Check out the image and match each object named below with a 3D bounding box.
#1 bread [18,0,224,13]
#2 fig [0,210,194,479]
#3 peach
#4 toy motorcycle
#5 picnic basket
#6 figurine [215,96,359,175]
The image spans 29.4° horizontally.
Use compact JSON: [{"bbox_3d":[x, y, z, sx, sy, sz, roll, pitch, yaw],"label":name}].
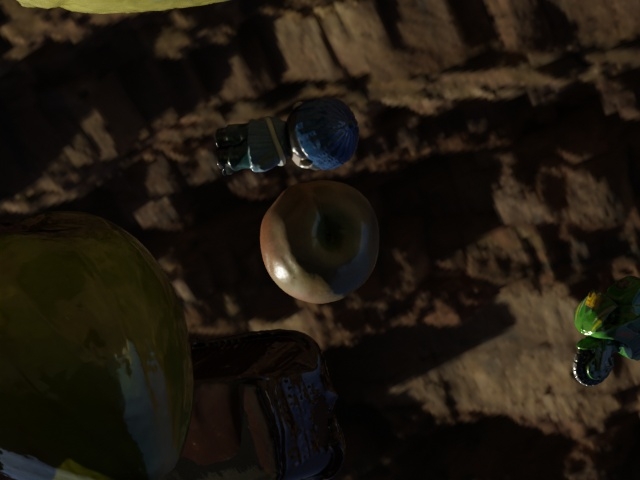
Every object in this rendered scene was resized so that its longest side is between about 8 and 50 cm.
[{"bbox_3d":[-0.131,-0.297,0.787,0.320,0.320,0.237,-37,-159,-11],"label":"bread"},{"bbox_3d":[-0.222,0.108,1.050,0.239,0.239,0.271,-35,-112,-7],"label":"fig"},{"bbox_3d":[-0.001,0.001,0.794,0.083,0.083,0.083,-19,-144,15],"label":"peach"},{"bbox_3d":[0.348,0.079,1.350,0.190,0.106,0.074,-32,-155,-12],"label":"toy motorcycle"},{"bbox_3d":[-0.131,0.238,1.542,0.297,0.222,0.129,-12,-175,30],"label":"picnic basket"},{"bbox_3d":[-0.034,-0.107,1.256,0.149,0.087,0.086,-5,-118,9],"label":"figurine"}]
